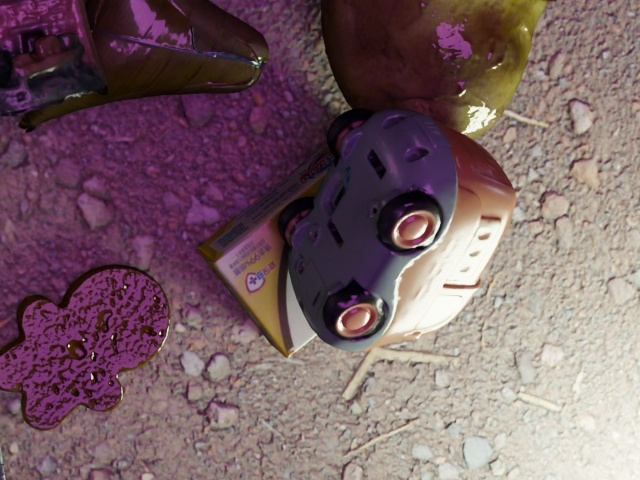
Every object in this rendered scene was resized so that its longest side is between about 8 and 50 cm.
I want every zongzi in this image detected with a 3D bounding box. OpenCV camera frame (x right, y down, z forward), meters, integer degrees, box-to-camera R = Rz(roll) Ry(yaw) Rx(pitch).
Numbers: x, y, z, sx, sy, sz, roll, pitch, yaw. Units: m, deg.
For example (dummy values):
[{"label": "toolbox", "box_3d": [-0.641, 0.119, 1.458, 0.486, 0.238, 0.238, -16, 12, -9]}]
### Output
[{"label": "zongzi", "box_3d": [-0.207, -0.190, 1.554, 0.228, 0.115, 0.256, 30, 95, -23]}]

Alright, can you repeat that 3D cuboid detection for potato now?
[{"label": "potato", "box_3d": [0.108, -0.249, 1.581, 0.301, 0.289, 0.237, 9, 116, -43]}]

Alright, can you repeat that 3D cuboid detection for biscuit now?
[{"label": "biscuit", "box_3d": [-0.294, 0.129, 1.613, 0.236, 0.039, 0.180, -37, 105, -9]}]

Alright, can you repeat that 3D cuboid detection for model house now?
[{"label": "model house", "box_3d": [-0.367, -0.245, 1.381, 0.237, 0.202, 0.237, -12, 98, 1]}]

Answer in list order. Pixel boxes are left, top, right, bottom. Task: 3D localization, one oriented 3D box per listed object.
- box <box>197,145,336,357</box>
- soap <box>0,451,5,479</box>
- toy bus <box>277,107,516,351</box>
[{"label": "box", "box_3d": [0.000, 0.000, 1.652, 0.265, 0.097, 0.168, -37, 107, -9]}, {"label": "soap", "box_3d": [-0.511, 0.303, 1.497, 0.290, 0.172, 0.095, -8, 137, -16]}, {"label": "toy bus", "box_3d": [0.100, -0.010, 1.510, 0.232, 0.194, 0.287, 7, 125, -33]}]
